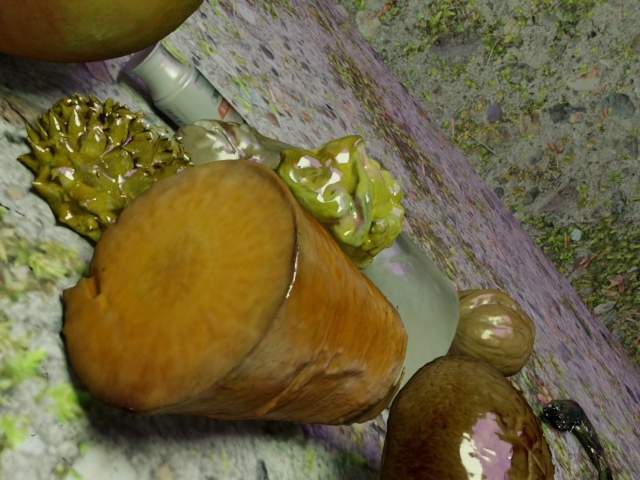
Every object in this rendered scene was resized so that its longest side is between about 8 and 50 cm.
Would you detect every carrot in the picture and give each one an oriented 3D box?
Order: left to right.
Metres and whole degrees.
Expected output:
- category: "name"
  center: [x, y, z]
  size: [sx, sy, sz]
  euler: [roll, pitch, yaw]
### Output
- category: "carrot"
  center: [-0.041, 0.075, 0.536]
  size: [0.254, 0.195, 0.196]
  euler: [42, 22, -50]

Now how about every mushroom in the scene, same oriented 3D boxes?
- category: "mushroom"
  center: [-0.001, -0.001, 0.769]
  size: [0.397, 0.126, 0.177]
  euler: [44, 46, -16]
- category: "mushroom"
  center: [0.120, 0.220, 0.566]
  size: [0.253, 0.153, 0.253]
  euler: [-2, 90, -70]

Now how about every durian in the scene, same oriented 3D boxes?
- category: "durian"
  center: [-0.140, -0.053, 0.589]
  size: [0.224, 0.078, 0.140]
  euler: [22, 42, -35]

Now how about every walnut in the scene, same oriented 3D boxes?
- category: "walnut"
  center: [0.243, 0.144, 1.020]
  size: [0.166, 0.149, 0.166]
  euler: [20, 8, -3]

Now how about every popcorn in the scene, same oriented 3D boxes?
- category: "popcorn"
  center: [0.011, -0.033, 0.649]
  size: [0.145, 0.126, 0.126]
  euler: [21, 52, -8]

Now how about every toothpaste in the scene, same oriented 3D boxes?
- category: "toothpaste"
  center: [-0.100, -0.112, 0.827]
  size: [0.323, 0.066, 0.100]
  euler: [44, 23, -34]

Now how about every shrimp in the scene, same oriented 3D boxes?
- category: "shrimp"
  center: [0.502, 0.390, 1.278]
  size: [0.262, 0.051, 0.198]
  euler: [28, 33, -52]

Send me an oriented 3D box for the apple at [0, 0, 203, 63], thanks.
- category: "apple"
  center: [-0.223, -0.316, 0.540]
  size: [0.339, 0.339, 0.340]
  euler: [42, 24, -24]
